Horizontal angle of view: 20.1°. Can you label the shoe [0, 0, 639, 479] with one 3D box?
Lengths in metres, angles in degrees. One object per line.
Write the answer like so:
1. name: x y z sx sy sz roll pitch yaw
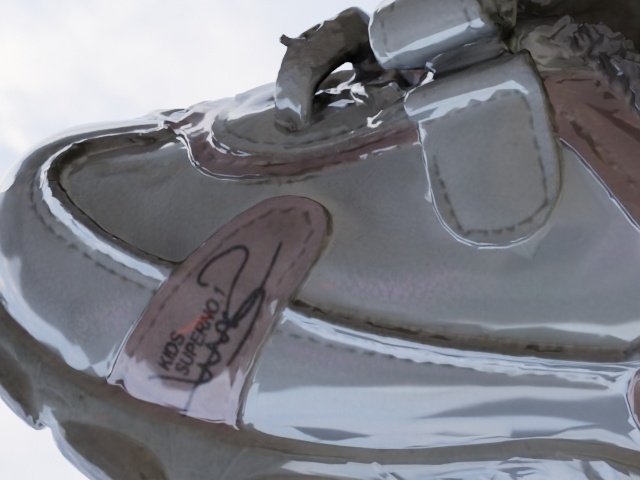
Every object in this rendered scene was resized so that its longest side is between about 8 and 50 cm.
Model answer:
1. shoe: 0.055 -0.012 0.593 0.350 0.198 0.172 12 -153 12
